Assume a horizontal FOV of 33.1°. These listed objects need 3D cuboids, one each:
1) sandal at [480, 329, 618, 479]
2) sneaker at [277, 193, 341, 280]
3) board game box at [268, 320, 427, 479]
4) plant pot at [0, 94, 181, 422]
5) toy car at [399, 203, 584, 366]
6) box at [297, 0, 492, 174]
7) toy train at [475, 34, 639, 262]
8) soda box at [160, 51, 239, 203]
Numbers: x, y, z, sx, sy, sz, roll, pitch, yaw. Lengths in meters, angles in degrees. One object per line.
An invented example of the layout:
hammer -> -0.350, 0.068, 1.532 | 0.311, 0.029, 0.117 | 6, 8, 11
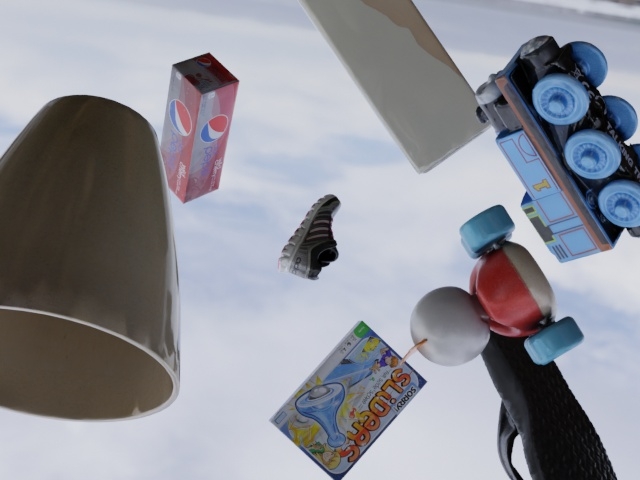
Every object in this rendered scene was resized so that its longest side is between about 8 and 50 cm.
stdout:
sandal -> 0.339, 0.298, 1.673 | 0.168, 0.107, 0.445 | 21, -151, -22
sneaker -> 0.000, 0.000, 1.628 | 0.075, 0.063, 0.170 | 28, -131, 6
board game box -> 0.041, 0.236, 1.585 | 0.136, 0.201, 0.035 | 43, 170, -3
plant pot -> -0.243, 0.002, 1.050 | 0.257, 0.274, 0.256 | 5, 150, 3
toy car -> 0.209, 0.107, 1.520 | 0.238, 0.219, 0.210 | -30, 170, 4
box -> 0.092, -0.247, 1.434 | 0.121, 0.311, 0.148 | -35, -177, 6
toy train -> 0.192, -0.071, 0.839 | 0.105, 0.184, 0.080 | -22, -158, 42
soda box -> -0.217, -0.193, 1.882 | 0.083, 0.263, 0.092 | -27, -120, -34
